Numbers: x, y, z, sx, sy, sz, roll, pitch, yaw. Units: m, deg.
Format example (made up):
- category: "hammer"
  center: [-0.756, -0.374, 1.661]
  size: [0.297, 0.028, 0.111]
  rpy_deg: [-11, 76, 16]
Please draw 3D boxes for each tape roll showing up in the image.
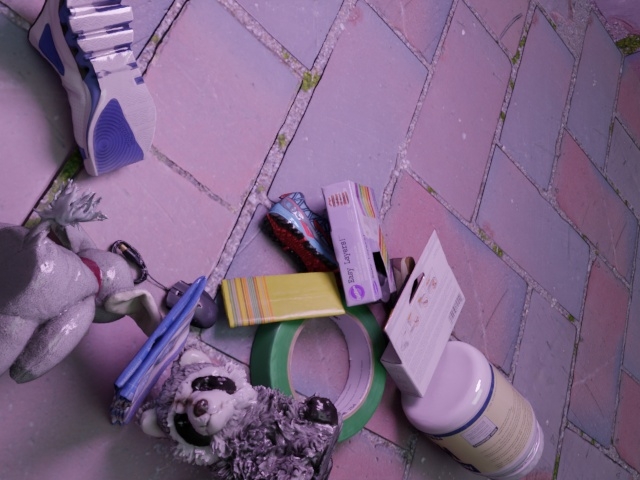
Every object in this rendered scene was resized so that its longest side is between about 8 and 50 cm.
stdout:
- category: "tape roll"
  center: [0.004, 0.262, 1.234]
  size: [0.322, 0.077, 0.320]
  rpy_deg: [7, 78, -38]

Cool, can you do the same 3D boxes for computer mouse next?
- category: "computer mouse"
  center: [-0.277, 0.081, 1.051]
  size: [0.242, 0.041, 0.071]
  rpy_deg: [41, 60, -27]

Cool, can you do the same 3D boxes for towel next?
- category: "towel"
  center: [-0.254, 0.182, 0.910]
  size: [0.034, 0.285, 0.209]
  rpy_deg: [34, 59, -2]
- category: "towel"
  center: [-0.074, 0.116, 1.151]
  size: [0.238, 0.021, 0.102]
  rpy_deg: [-3, 58, -20]

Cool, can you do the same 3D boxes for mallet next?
- category: "mallet"
  center: [0.166, 0.167, 1.354]
  size: [0.062, 0.039, 0.189]
  rpy_deg: [2, 111, -54]

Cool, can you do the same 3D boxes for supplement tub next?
- category: "supplement tub"
  center: [0.376, 0.423, 1.415]
  size: [0.325, 0.236, 0.235]
  rpy_deg: [44, 58, -26]

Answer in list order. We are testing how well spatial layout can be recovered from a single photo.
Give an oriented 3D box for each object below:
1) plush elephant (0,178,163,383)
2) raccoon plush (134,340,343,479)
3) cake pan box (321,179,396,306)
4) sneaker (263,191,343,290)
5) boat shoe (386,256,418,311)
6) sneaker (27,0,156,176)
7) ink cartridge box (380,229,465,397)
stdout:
- category: "plush elephant"
  center: [-0.389, 0.079, 0.848]
  size: [0.330, 0.272, 0.255]
  rpy_deg: [-42, 154, -3]
- category: "raccoon plush"
  center: [-0.145, 0.375, 1.027]
  size: [0.216, 0.299, 0.446]
  rpy_deg: [-55, 161, -38]
- category: "cake pan box"
  center: [0.090, 0.010, 1.267]
  size: [0.246, 0.070, 0.266]
  rpy_deg: [1, 76, -70]
- category: "sneaker"
  center: [0.000, 0.000, 1.255]
  size: [0.261, 0.104, 0.125]
  rpy_deg: [50, 51, -26]
- category: "boat shoe"
  center: [0.198, 0.148, 1.417]
  size: [0.080, 0.074, 0.223]
  rpy_deg: [-17, 106, -59]
- category: "sneaker"
  center: [-0.384, -0.283, 0.968]
  size: [0.128, 0.182, 0.315]
  rpy_deg: [-25, 128, -38]
- category: "ink cartridge box"
  center: [0.225, 0.165, 1.334]
  size: [0.296, 0.066, 0.261]
  rpy_deg: [-57, 133, -32]
